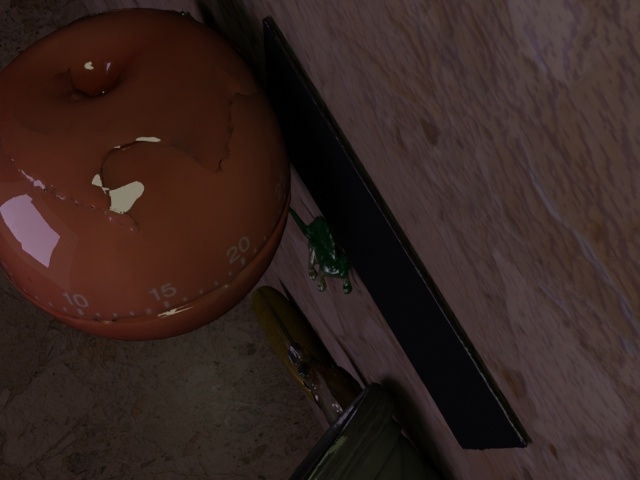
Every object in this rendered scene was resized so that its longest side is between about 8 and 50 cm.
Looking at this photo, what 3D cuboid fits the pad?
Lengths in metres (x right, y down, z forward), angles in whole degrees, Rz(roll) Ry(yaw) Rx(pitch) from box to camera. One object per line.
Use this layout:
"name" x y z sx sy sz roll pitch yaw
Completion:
"pad" 0.038 0.010 0.626 0.300 0.005 0.202 59 172 11

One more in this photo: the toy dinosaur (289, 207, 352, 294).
"toy dinosaur" 0.000 0.000 0.779 0.060 0.029 0.120 93 156 -45

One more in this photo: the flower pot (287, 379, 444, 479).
"flower pot" 0.035 0.263 0.888 0.140 0.235 0.235 35 169 5

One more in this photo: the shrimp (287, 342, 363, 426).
"shrimp" 0.054 0.229 1.109 0.254 0.059 0.145 50 177 31

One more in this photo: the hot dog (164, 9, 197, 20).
"hot dog" -0.100 -0.110 0.845 0.104 0.076 0.250 30 158 36

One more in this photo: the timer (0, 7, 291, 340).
"timer" -0.135 -0.047 0.666 0.229 0.229 0.215 55 161 36

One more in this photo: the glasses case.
"glasses case" -0.040 0.155 1.375 0.234 0.064 0.079 53 170 43
